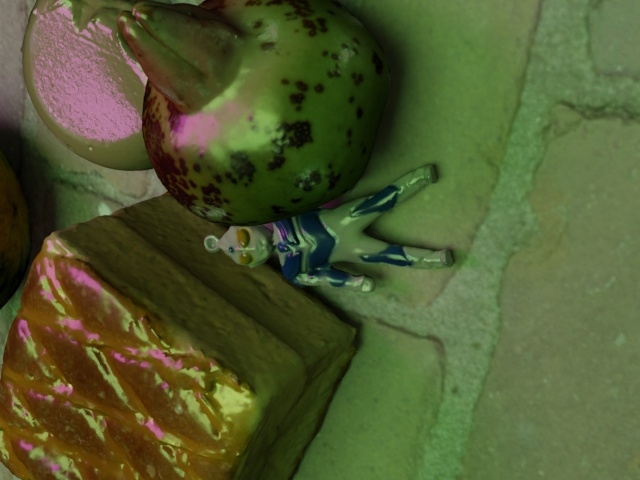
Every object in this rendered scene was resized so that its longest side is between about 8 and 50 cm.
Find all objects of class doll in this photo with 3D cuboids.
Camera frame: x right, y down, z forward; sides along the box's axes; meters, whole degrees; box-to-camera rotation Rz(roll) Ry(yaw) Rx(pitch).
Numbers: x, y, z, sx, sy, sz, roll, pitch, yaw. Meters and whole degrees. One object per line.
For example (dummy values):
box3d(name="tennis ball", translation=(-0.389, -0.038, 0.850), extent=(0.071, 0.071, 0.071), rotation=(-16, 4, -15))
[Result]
box3d(name="doll", translation=(0.000, 0.000, 0.847), extent=(0.227, 0.057, 0.114), rotation=(-8, 107, 20))

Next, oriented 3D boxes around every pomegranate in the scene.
box3d(name="pomegranate", translation=(-0.067, -0.120, 0.750), extent=(0.214, 0.248, 0.214), rotation=(-12, 69, 33))

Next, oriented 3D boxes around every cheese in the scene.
box3d(name="cheese", translation=(-0.193, -0.152, 0.912), extent=(0.202, 0.091, 0.175), rotation=(38, 121, 14))

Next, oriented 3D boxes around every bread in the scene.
box3d(name="bread", translation=(-0.148, 0.145, 0.912), extent=(0.279, 0.207, 0.279), rotation=(37, 120, 17))

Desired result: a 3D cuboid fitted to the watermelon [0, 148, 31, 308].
box3d(name="watermelon", translation=(-0.442, -0.015, 1.004), extent=(0.269, 0.269, 0.269), rotation=(10, 111, 28))
